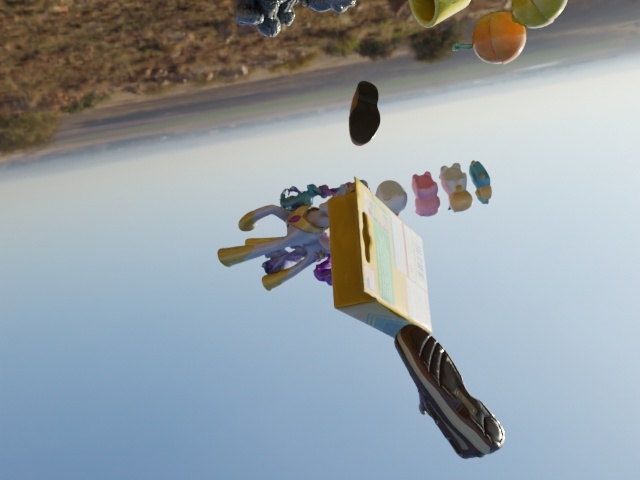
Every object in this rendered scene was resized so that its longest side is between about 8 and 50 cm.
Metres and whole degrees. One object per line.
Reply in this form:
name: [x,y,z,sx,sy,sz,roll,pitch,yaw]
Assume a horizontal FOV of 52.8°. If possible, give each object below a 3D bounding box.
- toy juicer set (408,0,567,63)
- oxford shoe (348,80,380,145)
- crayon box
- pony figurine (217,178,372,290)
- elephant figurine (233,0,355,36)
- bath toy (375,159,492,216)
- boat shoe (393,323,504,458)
toy juicer set: [0.178,-0.323,0.676,0.089,0.209,0.329,-24,153,-15]
oxford shoe: [0.101,-0.294,1.573,0.076,0.076,0.212,20,-131,-10]
crayon box: [0.101,0.044,1.156,0.083,0.203,0.323,-13,155,24]
pony figurine: [0.000,0.000,1.479,0.363,0.302,0.351,-21,149,20]
elephant figurine: [-0.058,-0.478,1.144,0.186,0.169,0.239,17,167,-27]
bath toy: [0.341,-0.134,1.976,0.348,0.129,0.151,-11,-127,-2]
boat shoe: [0.200,0.270,1.116,0.095,0.257,0.095,-42,169,36]
